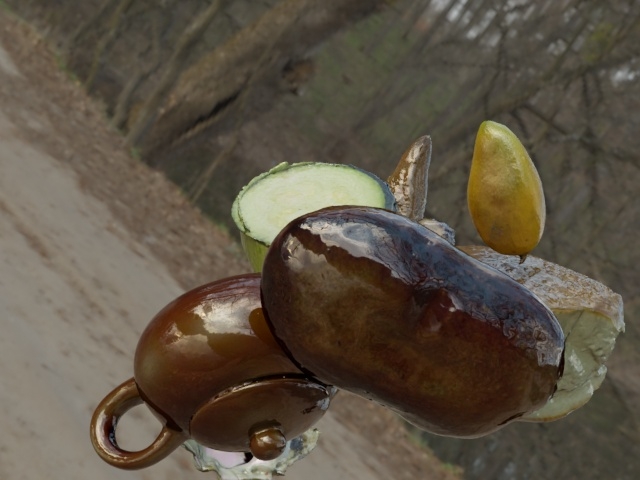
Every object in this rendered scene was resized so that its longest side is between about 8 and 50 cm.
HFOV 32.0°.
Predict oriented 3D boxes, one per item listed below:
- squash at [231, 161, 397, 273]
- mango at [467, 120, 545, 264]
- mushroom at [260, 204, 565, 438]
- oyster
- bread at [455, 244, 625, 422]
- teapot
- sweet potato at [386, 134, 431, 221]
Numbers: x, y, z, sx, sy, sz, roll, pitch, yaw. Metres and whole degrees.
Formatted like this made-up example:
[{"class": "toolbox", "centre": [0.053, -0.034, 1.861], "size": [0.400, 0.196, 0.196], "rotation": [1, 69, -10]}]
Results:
[{"class": "squash", "centre": [-0.009, -0.012, 1.505], "size": [0.220, 0.220, 0.133], "rotation": [40, -35, 33]}, {"class": "mango", "centre": [0.232, -0.059, 1.405], "size": [0.101, 0.187, 0.066], "rotation": [1, 18, 38]}, {"class": "mushroom", "centre": [0.061, 0.030, 0.841], "size": [0.227, 0.148, 0.217], "rotation": [34, 22, -15]}, {"class": "oyster", "centre": [-0.145, 0.332, 1.974], "size": [0.354, 0.201, 0.107], "rotation": [30, -26, -36]}, {"class": "bread", "centre": [0.243, 0.123, 1.543], "size": [0.250, 0.225, 0.279], "rotation": [3, 20, -28]}, {"class": "teapot", "centre": [-0.074, 0.119, 0.882], "size": [0.178, 0.252, 0.135], "rotation": [48, 19, -51]}, {"class": "sweet potato", "centre": [0.160, -0.042, 2.191], "size": [0.114, 0.341, 0.092], "rotation": [-6, -20, 40]}]
